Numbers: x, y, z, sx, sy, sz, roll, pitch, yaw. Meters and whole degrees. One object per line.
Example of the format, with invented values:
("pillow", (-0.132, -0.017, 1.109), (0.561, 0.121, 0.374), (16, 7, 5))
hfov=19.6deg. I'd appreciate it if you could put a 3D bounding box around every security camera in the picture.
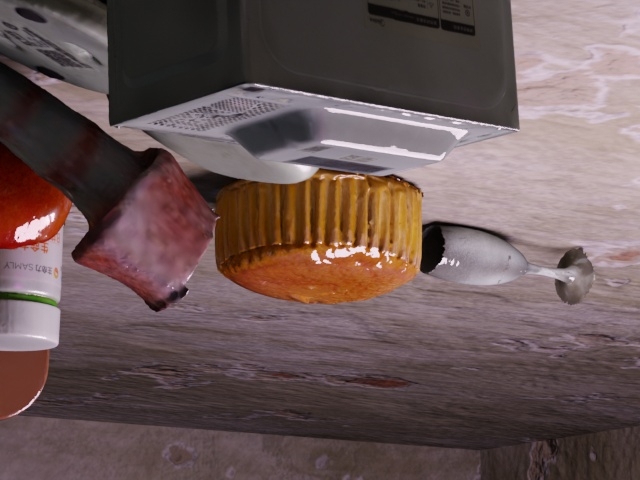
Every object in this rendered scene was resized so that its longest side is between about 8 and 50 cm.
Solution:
("security camera", (-0.118, -0.124, 1.229), (0.157, 0.080, 0.301), (10, 166, 47))

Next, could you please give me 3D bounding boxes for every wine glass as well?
("wine glass", (0.187, 0.023, 1.901), (0.198, 0.066, 0.066), (11, 164, -33))

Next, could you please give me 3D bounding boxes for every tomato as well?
("tomato", (-0.244, -0.070, 1.386), (0.139, 0.159, 0.091), (11, 125, -18))

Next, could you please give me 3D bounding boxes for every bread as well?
("bread", (-0.001, 0.000, 1.706), (0.199, 0.104, 0.199), (-1, 166, 0))

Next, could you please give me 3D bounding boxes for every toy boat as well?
("toy boat", (-0.200, -0.077, 1.283), (0.282, 0.096, 0.206), (38, -169, -16))

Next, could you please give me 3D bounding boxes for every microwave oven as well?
("microwave oven", (-0.005, -0.125, 1.023), (0.208, 0.162, 0.122), (7, 167, -43))

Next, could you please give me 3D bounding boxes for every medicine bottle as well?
("medicine bottle", (-0.251, -0.006, 1.506), (0.086, 0.183, 0.086), (0, 168, 0))

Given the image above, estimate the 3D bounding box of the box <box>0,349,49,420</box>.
("box", (-0.425, 0.039, 1.614), (0.339, 0.239, 0.229), (5, 169, -21))
